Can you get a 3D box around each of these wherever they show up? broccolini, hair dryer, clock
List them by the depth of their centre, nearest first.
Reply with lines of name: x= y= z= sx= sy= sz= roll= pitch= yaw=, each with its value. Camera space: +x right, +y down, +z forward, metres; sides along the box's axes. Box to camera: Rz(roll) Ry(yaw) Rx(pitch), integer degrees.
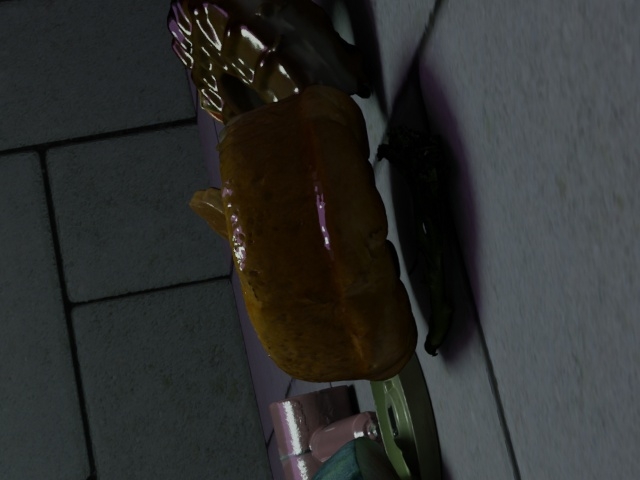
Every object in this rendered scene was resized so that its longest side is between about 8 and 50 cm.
broccolini: x=0.093 y=-0.001 z=1.258 sx=0.123 sy=0.062 sz=0.271 roll=-95 pitch=-2 yaw=-50
clock: x=0.096 y=0.212 z=1.539 sx=0.235 sy=0.029 sz=0.235 roll=169 pitch=90 yaw=-81
hair dryer: x=0.031 y=0.307 z=1.835 sx=0.352 sy=0.125 sz=0.210 roll=136 pitch=123 yaw=-71

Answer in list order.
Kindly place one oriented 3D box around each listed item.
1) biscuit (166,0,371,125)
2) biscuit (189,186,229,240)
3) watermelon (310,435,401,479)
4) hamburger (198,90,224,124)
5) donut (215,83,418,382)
biscuit: x=-0.068 y=-0.207 z=1.528 sx=0.268 sy=0.115 sz=0.366 roll=46 pitch=167 yaw=1
biscuit: x=-0.068 y=-0.004 z=1.804 sx=0.288 sy=0.044 sz=0.202 roll=24 pitch=163 yaw=48
watermelon: x=0.033 y=0.371 z=1.528 sx=0.188 sy=0.175 sz=0.322 roll=-128 pitch=22 yaw=-64
hamburger: x=-0.109 y=-0.239 z=1.889 sx=0.115 sy=0.162 sz=0.162 roll=94 pitch=163 yaw=-67
donut: x=0.000 y=0.000 z=1.286 sx=0.299 sy=0.150 sz=0.317 roll=-95 pitch=-10 yaw=-58
